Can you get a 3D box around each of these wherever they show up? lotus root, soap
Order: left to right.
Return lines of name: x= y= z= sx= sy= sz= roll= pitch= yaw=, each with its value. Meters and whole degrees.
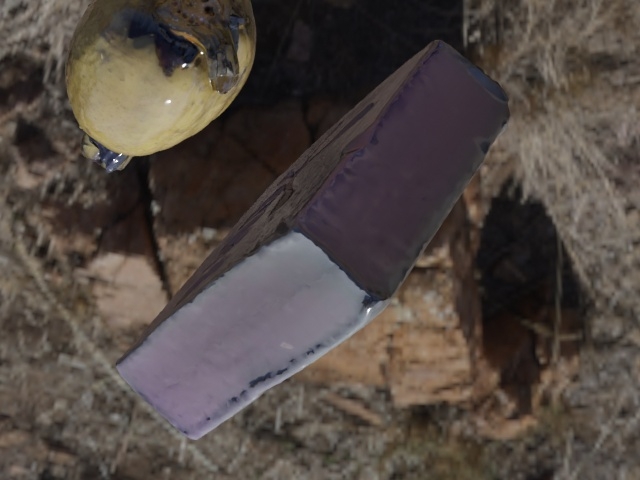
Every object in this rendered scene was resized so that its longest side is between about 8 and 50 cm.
lotus root: x=-0.175 y=-0.169 z=1.424 sx=0.183 sy=0.182 sz=0.310 roll=20 pitch=149 yaw=-15
soap: x=0.000 y=0.000 z=1.159 sx=0.107 sy=0.296 sz=0.285 roll=45 pitch=134 yaw=-8
